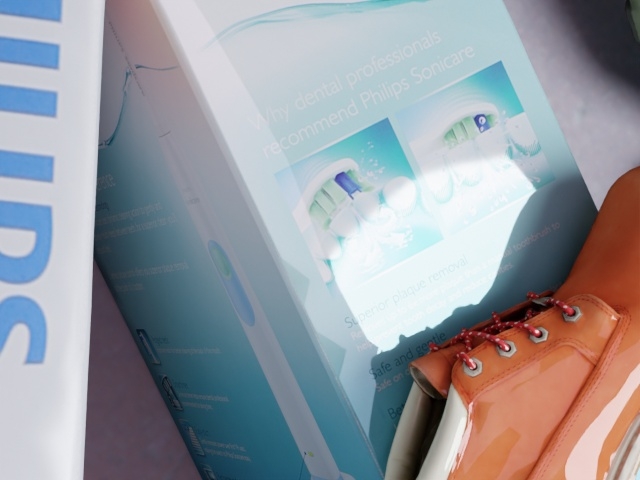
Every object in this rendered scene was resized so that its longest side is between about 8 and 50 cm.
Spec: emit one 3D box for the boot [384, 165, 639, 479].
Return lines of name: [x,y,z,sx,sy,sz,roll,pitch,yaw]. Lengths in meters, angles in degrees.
boot: [0.076,0.036,0.584,0.085,0.059,0.158,24,79,-13]

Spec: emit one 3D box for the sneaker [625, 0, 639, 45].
sneaker: [0.200,-0.237,0.750,0.158,0.182,0.410,-60,136,-41]

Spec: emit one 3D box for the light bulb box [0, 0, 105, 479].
light bulb box: [-0.265,0.053,0.542,0.361,0.225,0.358,5,75,-17]

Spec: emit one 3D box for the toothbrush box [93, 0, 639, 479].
toothbrush box: [0.000,0.000,0.702,0.126,0.216,0.295,-29,96,-21]
